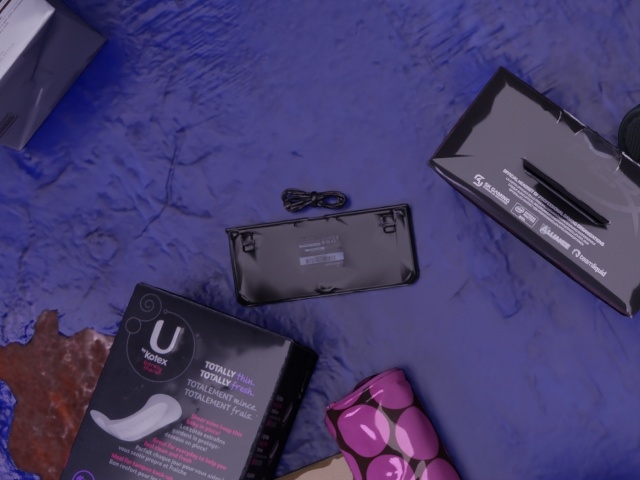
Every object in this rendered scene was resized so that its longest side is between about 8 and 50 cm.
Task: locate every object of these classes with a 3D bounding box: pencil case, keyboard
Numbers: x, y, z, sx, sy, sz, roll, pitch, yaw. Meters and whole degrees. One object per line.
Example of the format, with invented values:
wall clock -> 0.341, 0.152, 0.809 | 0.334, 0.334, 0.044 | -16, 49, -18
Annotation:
pencil case -> 0.079, 0.228, 1.788 | 0.098, 0.095, 0.209 | -28, 82, 22
keyboard -> 0.000, 0.000, 1.839 | 0.180, 0.023, 0.108 | -8, 94, 7

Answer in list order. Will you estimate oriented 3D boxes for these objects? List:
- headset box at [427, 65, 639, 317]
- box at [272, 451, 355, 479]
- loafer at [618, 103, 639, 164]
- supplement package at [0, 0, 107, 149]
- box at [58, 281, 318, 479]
headset box -> 0.217, -0.037, 1.672 | 0.218, 0.293, 0.110 | 37, 93, 7
box -> -0.035, 0.315, 1.833 | 0.201, 0.021, 0.164 | -22, 85, 7
loafer -> 0.408, -0.064, 1.765 | 0.267, 0.084, 0.096 | 24, 123, 12
supplement package -> -0.344, -0.210, 1.806 | 0.203, 0.194, 0.149 | 40, 93, 8
box -> -0.131, 0.197, 1.775 | 0.165, 0.143, 0.270 | 21, 86, 12
